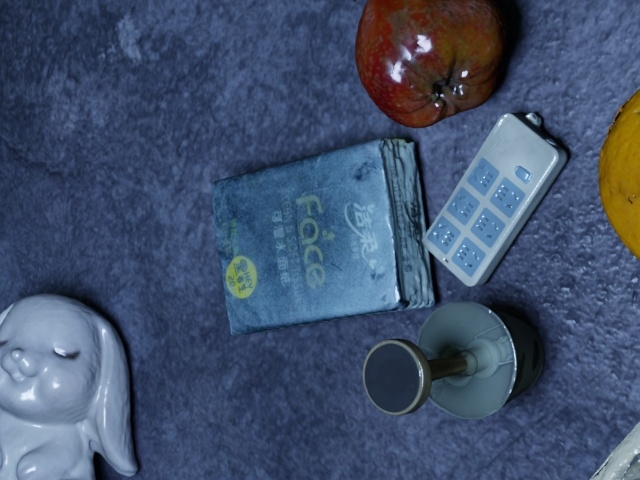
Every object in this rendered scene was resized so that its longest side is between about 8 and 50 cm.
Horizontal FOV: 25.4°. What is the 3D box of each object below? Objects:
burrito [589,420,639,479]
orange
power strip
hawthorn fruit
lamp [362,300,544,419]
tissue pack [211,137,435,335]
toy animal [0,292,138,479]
[{"bbox_3d":[0.293,0.232,1.387,0.185,0.041,0.045,-57,18,26],"label":"burrito"},{"bbox_3d":[0.352,-0.062,1.225,0.219,0.193,0.219,-37,41,41],"label":"orange"},{"bbox_3d":[0.181,-0.041,1.468,0.081,0.035,0.192,45,118,28],"label":"power strip"},{"bbox_3d":[0.103,-0.222,1.469,0.162,0.162,0.203,-45,47,31],"label":"hawthorn fruit"},{"bbox_3d":[0.132,0.120,1.398,0.121,0.215,0.121,2,93,41],"label":"lamp"},{"bbox_3d":[0.000,0.000,1.584,0.257,0.081,0.185,-12,84,39],"label":"tissue pack"},{"bbox_3d":[-0.359,0.197,1.814,0.272,0.206,0.265,9,95,14],"label":"toy animal"}]
